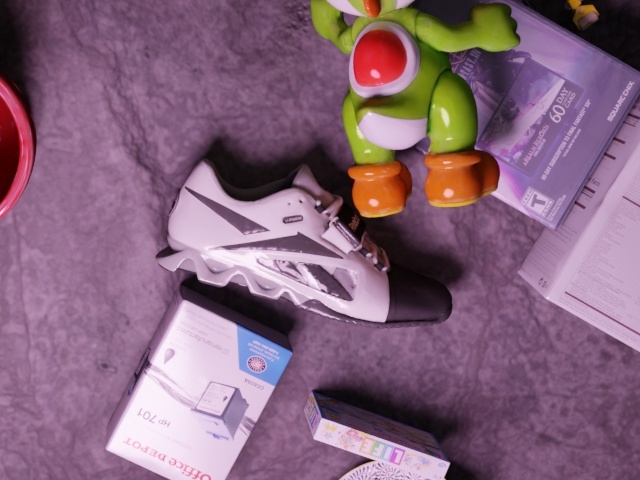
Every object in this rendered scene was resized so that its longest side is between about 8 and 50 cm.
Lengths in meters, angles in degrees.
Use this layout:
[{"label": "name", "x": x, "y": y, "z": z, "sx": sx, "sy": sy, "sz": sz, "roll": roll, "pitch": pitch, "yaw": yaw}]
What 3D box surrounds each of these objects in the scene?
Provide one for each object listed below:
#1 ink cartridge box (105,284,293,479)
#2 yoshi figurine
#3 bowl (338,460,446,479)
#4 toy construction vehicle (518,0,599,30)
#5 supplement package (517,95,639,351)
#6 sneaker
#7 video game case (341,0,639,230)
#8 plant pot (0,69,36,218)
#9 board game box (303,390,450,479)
[{"label": "ink cartridge box", "x": -0.135, "y": 0.167, "z": 1.713, "sx": 0.139, "sy": 0.082, "sz": 0.191, "roll": 26, "pitch": 95, "yaw": -11}, {"label": "yoshi figurine", "x": 0.083, "y": -0.221, "z": 1.606, "sx": 0.203, "sy": 0.203, "sz": 0.362, "roll": -19, "pitch": 106, "yaw": -20}, {"label": "bowl", "x": 0.083, "y": 0.342, "z": 1.760, "sx": 0.170, "sy": 0.170, "sz": 0.080, "roll": -18, "pitch": 146, "yaw": -3}, {"label": "toy construction vehicle", "x": 0.252, "y": -0.262, "z": 1.703, "sx": 0.086, "sy": 0.035, "sz": 0.098, "roll": -41, "pitch": 95, "yaw": 1}, {"label": "supplement package", "x": 0.349, "y": -0.023, "z": 1.708, "sx": 0.139, "sy": 0.134, "sz": 0.244, "roll": 30, "pitch": 96, "yaw": -12}, {"label": "sneaker", "x": 0.000, "y": 0.000, "z": 1.675, "sx": 0.330, "sy": 0.122, "sz": 0.146, "roll": 15, "pitch": 101, "yaw": -10}, {"label": "video game case", "x": 0.189, "y": -0.162, "z": 1.686, "sx": 0.274, "sy": 0.026, "sz": 0.196, "roll": 30, "pitch": 99, "yaw": -1}, {"label": "plant pot", "x": -0.384, "y": -0.106, "z": 1.579, "sx": 0.191, "sy": 0.174, "sz": 0.191, "roll": -1, "pitch": 102, "yaw": -7}, {"label": "board game box", "x": 0.061, "y": 0.219, "z": 1.736, "sx": 0.154, "sy": 0.103, "sz": 0.026, "roll": 21, "pitch": 98, "yaw": -10}]
